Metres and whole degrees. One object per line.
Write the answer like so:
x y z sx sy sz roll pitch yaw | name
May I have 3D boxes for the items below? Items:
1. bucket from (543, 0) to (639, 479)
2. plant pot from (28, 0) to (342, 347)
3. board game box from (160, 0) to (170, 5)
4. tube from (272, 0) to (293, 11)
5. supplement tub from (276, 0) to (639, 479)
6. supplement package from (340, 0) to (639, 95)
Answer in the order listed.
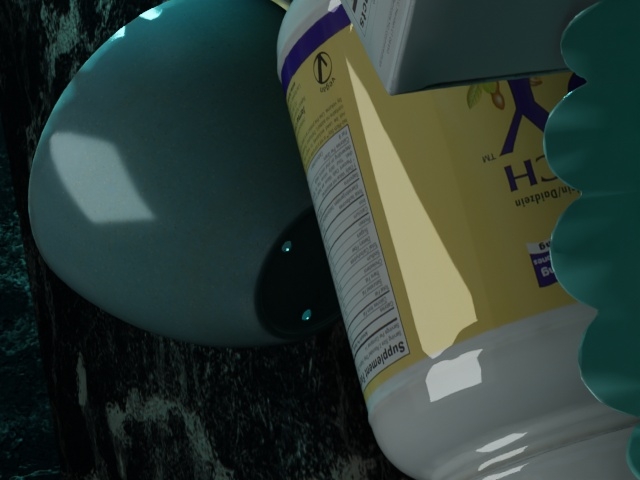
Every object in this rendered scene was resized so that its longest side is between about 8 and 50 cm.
0.238 -0.012 0.807 0.281 0.183 0.281 171 90 -72 | bucket
-0.057 -0.028 1.489 0.195 0.290 0.290 38 137 38 | plant pot
-0.096 -0.167 1.764 0.281 0.145 0.027 132 148 -66 | board game box
-0.046 -0.101 1.645 0.070 0.062 0.240 30 115 24 | tube
0.123 -0.002 1.052 0.241 0.241 0.331 126 132 -64 | supplement tub
0.144 -0.201 0.869 0.204 0.262 0.145 102 152 -46 | supplement package
